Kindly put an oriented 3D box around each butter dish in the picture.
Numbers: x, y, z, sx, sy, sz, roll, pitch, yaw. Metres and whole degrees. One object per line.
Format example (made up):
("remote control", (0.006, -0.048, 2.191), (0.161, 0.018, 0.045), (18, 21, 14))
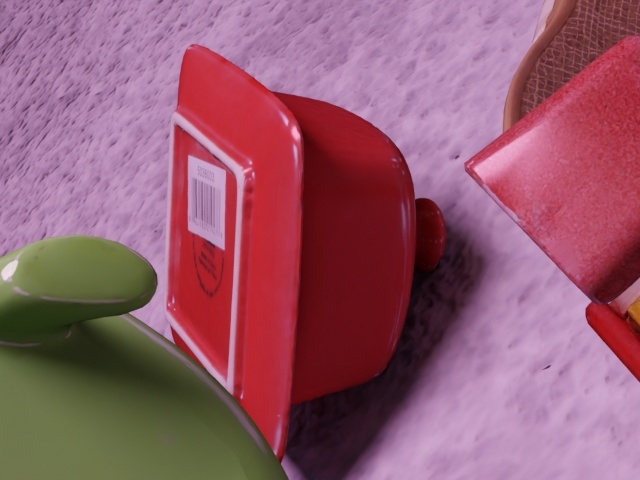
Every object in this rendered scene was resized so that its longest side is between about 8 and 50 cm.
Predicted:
("butter dish", (0.000, 0.000, 0.855), (0.160, 0.118, 0.159), (-139, 48, -62))

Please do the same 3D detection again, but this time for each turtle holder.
("turtle holder", (-0.159, 0.132, 0.691), (0.227, 0.320, 0.243), (-47, 20, 61))

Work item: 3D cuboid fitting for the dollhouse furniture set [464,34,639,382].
("dollhouse furniture set", (0.120, 0.084, 0.485), (0.152, 0.201, 0.374), (-44, 29, 5))

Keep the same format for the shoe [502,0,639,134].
("shoe", (0.129, -0.080, 0.845), (0.077, 0.058, 0.219), (4, 53, 16))
